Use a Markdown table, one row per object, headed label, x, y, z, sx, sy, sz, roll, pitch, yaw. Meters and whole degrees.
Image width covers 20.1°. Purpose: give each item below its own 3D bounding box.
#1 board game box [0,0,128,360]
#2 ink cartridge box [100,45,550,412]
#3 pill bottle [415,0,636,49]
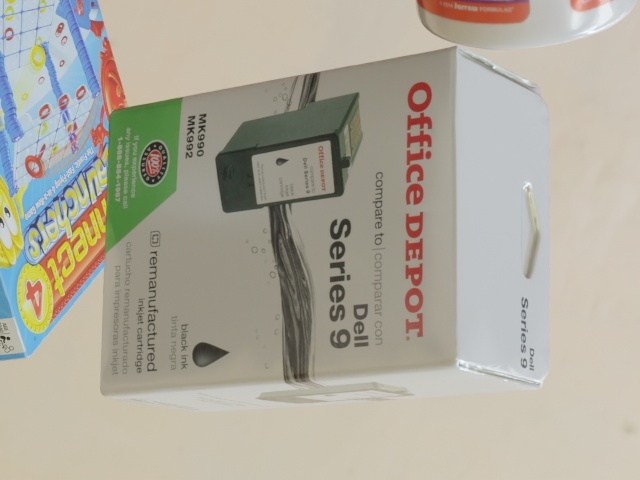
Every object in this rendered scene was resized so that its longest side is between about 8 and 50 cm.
| label | x | y | z | sx | sy | sz | roll | pitch | yaw |
| --- | --- | --- | --- | --- | --- | --- | --- | --- | --- |
| board game box | -0.268 | -0.099 | 1.537 | 0.086 | 0.302 | 0.308 | -6 | -156 | 20 |
| ink cartridge box | 0.000 | 0.000 | 1.215 | 0.289 | 0.211 | 0.121 | -8 | 165 | 34 |
| pill bottle | 0.088 | -0.195 | 0.823 | 0.108 | 0.193 | 0.108 | -6 | -153 | 3 |
